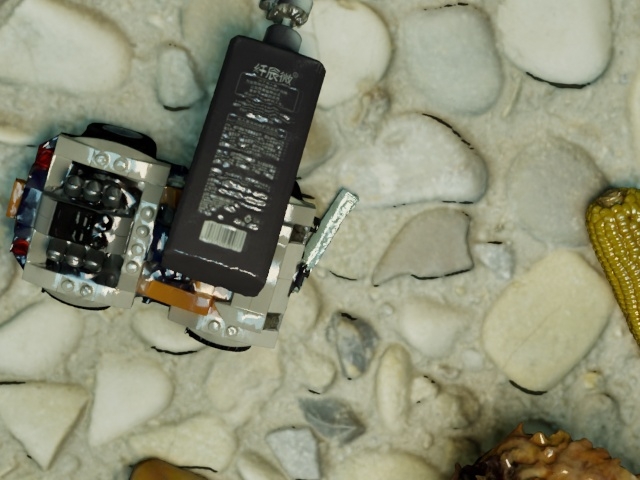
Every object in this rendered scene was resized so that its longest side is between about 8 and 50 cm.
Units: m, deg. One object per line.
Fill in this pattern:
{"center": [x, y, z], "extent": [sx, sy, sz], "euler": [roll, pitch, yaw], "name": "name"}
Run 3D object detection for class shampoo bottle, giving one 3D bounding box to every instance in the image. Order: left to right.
{"center": [-0.061, -0.105, 1.227], "extent": [0.098, 0.071, 0.310], "euler": [17, 68, -4], "name": "shampoo bottle"}

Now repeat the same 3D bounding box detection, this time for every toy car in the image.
{"center": [-0.160, 0.001, 1.285], "extent": [0.301, 0.118, 0.193], "euler": [17, 101, -8], "name": "toy car"}

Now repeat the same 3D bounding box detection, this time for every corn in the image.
{"center": [0.346, 0.052, 1.370], "extent": [0.080, 0.080, 0.231], "euler": [-23, 104, -2], "name": "corn"}

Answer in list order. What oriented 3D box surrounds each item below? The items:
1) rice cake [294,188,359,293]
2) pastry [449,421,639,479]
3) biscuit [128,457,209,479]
{"center": [0.000, 0.000, 1.348], "extent": [0.022, 0.021, 0.121], "euler": [33, 97, -2], "name": "rice cake"}
{"center": [0.282, 0.385, 1.318], "extent": [0.405, 0.292, 0.338], "euler": [20, 81, -17], "name": "pastry"}
{"center": [-0.111, 0.385, 1.394], "extent": [0.290, 0.062, 0.237], "euler": [27, 98, -10], "name": "biscuit"}
